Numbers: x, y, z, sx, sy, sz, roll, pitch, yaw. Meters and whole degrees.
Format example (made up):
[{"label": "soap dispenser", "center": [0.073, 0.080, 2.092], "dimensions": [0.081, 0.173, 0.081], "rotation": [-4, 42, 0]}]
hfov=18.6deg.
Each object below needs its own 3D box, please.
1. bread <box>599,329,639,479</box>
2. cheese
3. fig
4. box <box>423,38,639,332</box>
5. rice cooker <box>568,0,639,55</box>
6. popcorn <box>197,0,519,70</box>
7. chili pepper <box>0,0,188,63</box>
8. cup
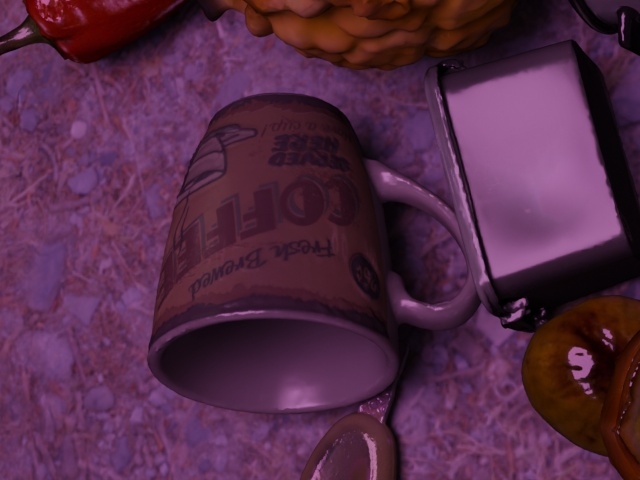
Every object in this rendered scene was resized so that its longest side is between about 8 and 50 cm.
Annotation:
[{"label": "bread", "center": [0.344, 0.141, 1.563], "dimensions": [0.236, 0.070, 0.236], "rotation": [0, 93, 1]}, {"label": "cheese", "center": [0.042, 0.181, 1.815], "dimensions": [0.097, 0.037, 0.192], "rotation": [20, 93, 30]}, {"label": "fig", "center": [0.244, 0.114, 1.655], "dimensions": [0.153, 0.121, 0.136], "rotation": [13, 87, 28]}, {"label": "box", "center": [0.194, -0.055, 1.693], "dimensions": [0.135, 0.163, 0.243], "rotation": [-19, 73, 18]}, {"label": "rice cooker", "center": [0.291, -0.293, 1.610], "dimensions": [0.227, 0.241, 0.280], "rotation": [-1, 85, 30]}, {"label": "popcorn", "center": [0.015, -0.297, 1.695], "dimensions": [0.382, 0.349, 0.349], "rotation": [-25, 72, 33]}, {"label": "chili pepper", "center": [-0.234, -0.250, 1.979], "dimensions": [0.338, 0.131, 0.134], "rotation": [-36, 109, 20]}, {"label": "cup", "center": [0.000, 0.000, 1.773], "dimensions": [0.301, 0.227, 0.257], "rotation": [-3, 65, 10]}]
